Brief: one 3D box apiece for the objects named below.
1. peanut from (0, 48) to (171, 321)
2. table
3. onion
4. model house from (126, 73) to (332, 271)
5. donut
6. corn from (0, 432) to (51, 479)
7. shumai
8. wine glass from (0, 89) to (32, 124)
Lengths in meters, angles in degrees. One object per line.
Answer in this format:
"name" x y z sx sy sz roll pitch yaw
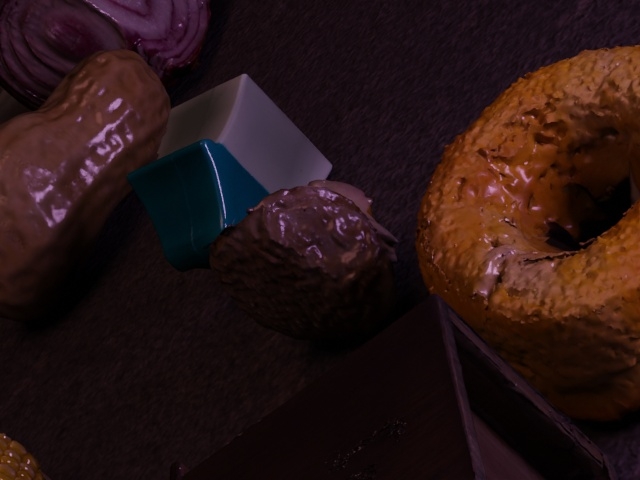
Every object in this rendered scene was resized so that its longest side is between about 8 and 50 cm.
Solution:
"peanut" -0.254 -0.065 1.662 0.143 0.159 0.291 20 67 33
"table" 0.046 0.167 0.912 0.193 0.169 0.172 -37 29 19
"onion" -0.247 -0.249 1.838 0.207 0.216 0.206 -30 28 37
"model house" -0.079 -0.038 1.407 0.100 0.127 0.149 -23 32 39
"donut" 0.176 -0.010 1.040 0.253 0.118 0.253 -20 46 22
"corn" -0.279 0.271 1.304 0.123 0.122 0.305 -48 20 35
"shumai" -0.001 0.002 1.248 0.145 0.145 0.116 -19 32 42
"wine glass" -0.366 -0.080 1.897 0.231 0.103 0.103 -52 28 -20
